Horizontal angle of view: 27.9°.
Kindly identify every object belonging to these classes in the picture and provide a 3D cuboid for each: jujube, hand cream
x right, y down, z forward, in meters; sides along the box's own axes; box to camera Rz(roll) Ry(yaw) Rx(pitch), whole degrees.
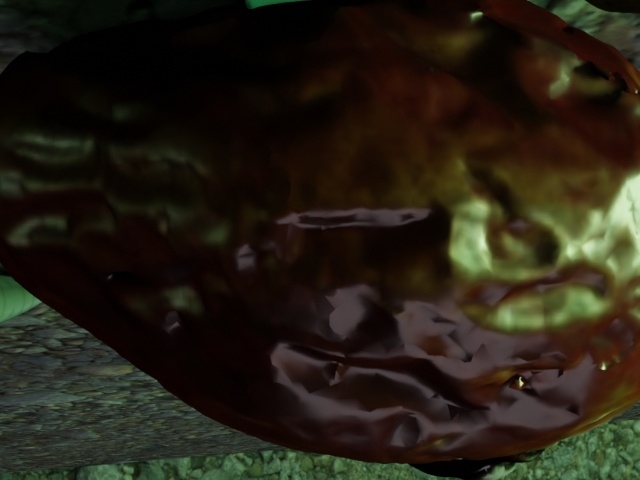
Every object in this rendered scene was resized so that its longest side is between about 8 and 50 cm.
[{"bbox_3d":[0.010,-0.015,0.524,0.290,0.197,0.197,9,168,12],"label":"jujube"},{"bbox_3d":[-0.252,0.044,0.934,0.078,0.049,0.205,-8,180,4],"label":"hand cream"}]

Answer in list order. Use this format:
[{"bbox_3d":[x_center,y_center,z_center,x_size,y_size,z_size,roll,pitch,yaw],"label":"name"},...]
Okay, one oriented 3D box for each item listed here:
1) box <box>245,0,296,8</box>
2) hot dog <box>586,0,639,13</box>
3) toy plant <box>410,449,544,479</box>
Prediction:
[{"bbox_3d":[0.077,-0.129,0.383,0.229,0.041,0.162,-6,166,5],"label":"box"},{"bbox_3d":[0.175,-0.102,0.501,0.140,0.060,0.090,-17,159,19],"label":"hot dog"},{"bbox_3d":[0.141,0.078,1.012,0.235,0.175,0.218,-46,153,27],"label":"toy plant"}]
